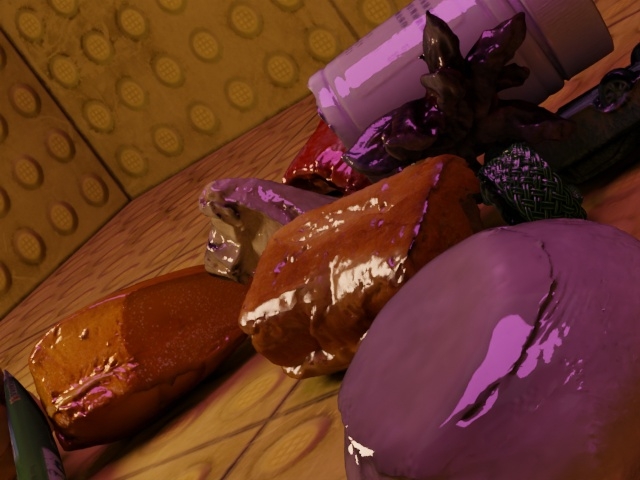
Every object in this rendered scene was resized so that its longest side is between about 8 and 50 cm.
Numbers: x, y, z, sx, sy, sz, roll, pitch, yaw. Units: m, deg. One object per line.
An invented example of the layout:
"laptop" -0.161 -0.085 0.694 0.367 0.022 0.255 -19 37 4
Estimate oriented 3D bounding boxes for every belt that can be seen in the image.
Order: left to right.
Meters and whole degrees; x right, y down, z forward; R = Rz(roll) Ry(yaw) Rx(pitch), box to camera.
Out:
"belt" 0.230 -0.049 1.618 0.079 0.121 0.151 -39 0 -3

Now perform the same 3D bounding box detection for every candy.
"candy" 0.146 0.113 1.070 0.295 0.185 0.295 -37 26 22

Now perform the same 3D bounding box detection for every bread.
"bread" 0.062 0.043 1.673 0.344 0.149 0.195 -22 40 49

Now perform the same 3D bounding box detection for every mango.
"mango" -0.231 0.137 2.069 0.350 0.201 0.199 -33 30 -10

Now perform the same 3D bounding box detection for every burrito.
"burrito" 0.004 0.008 1.896 0.347 0.175 0.107 8 56 22

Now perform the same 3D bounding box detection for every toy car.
"toy car" 0.313 -0.133 1.748 0.320 0.097 0.141 -32 6 41

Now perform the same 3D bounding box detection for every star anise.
"star anise" 0.145 -0.129 1.681 0.283 0.212 0.129 -48 44 34

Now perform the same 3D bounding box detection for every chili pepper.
"chili pepper" 0.053 -0.102 2.084 0.251 0.229 0.305 -31 13 48

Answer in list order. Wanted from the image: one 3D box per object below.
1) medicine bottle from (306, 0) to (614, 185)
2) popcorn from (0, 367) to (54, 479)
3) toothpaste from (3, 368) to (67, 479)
"medicine bottle" 0.169 -0.212 1.816 0.332 0.190 0.190 -35 11 12
"popcorn" -0.604 0.283 2.170 0.390 0.344 0.354 -31 8 4
"toothpaste" -0.366 0.286 1.970 0.061 0.099 0.392 -33 27 -3
